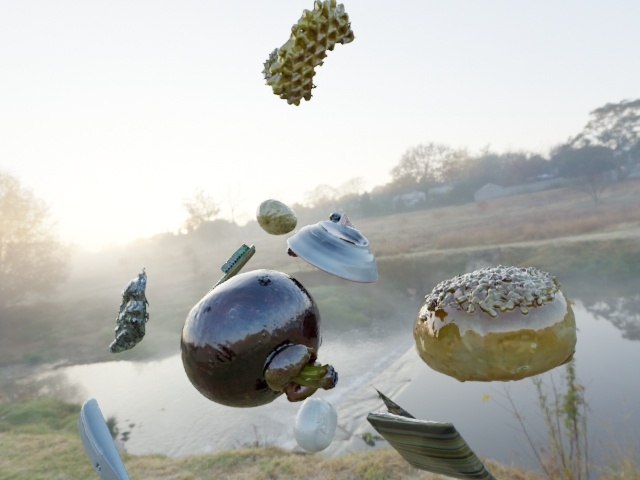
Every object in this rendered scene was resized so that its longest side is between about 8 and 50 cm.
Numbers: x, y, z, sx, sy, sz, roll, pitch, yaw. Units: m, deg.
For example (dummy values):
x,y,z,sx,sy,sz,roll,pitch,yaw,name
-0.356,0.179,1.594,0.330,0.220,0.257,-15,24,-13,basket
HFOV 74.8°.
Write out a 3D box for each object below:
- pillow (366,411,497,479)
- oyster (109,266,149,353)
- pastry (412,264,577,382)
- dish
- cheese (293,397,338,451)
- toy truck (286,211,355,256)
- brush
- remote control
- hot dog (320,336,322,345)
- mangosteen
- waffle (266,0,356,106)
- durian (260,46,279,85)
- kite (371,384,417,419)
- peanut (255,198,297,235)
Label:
x,y,z,sx,sy,sz,roll,pitch,yaw,name
0.228,0.429,0.869,0.208,0.212,0.052,-17,29,44,pillow
-0.533,0.197,1.200,0.087,0.199,0.252,5,-28,-41,oyster
0.425,0.196,1.056,0.410,0.244,0.409,-13,-2,-1,pastry
0.048,0.011,1.100,0.261,0.085,0.260,22,15,-6,dish
-0.023,0.725,1.644,0.155,0.188,0.198,-3,-35,24,cheese
0.000,0.000,1.514,0.253,0.114,0.107,-26,26,31,toy truck
-0.302,0.117,1.282,0.282,0.048,0.054,-51,-14,-18,brush
-0.256,0.276,0.504,0.027,0.049,0.184,-8,42,-47,remote control
-0.087,0.416,1.901,0.160,0.227,0.099,-40,-6,-24,hot dog
-0.127,0.211,0.862,0.297,0.293,0.297,-39,-3,-2,mangosteen
-0.021,-0.495,1.118,0.293,0.069,0.260,-53,-14,17,waffle
-0.132,-0.549,1.300,0.140,0.078,0.224,-38,24,4,durian
0.232,0.522,1.244,0.009,0.232,0.189,-35,8,-34,kite
-0.152,-0.076,1.426,0.141,0.109,0.159,-17,-30,29,peanut
